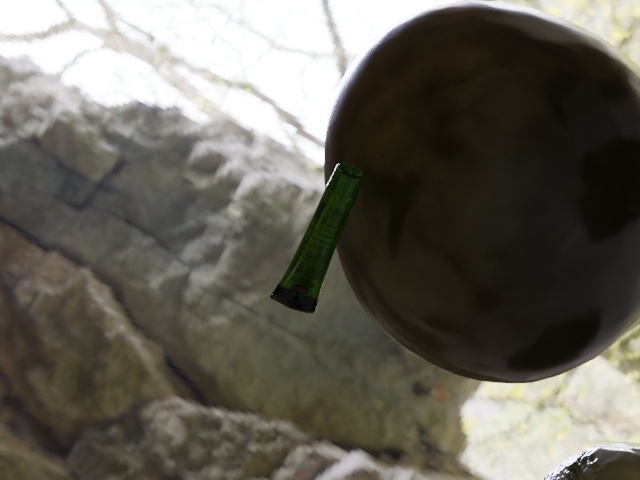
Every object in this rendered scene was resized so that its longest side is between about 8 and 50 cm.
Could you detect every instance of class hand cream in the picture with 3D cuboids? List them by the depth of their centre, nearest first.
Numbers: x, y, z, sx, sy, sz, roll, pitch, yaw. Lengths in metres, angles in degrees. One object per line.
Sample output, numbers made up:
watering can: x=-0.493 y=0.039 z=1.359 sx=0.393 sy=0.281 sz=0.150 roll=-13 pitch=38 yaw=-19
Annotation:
hand cream: x=0.000 y=0.000 z=1.060 sx=0.023 sy=0.036 sz=0.122 roll=-89 pitch=20 yaw=-63

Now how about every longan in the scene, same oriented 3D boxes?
longan: x=0.149 y=-0.041 z=1.188 sx=0.319 sy=0.319 sz=0.319 roll=-58 pitch=-10 yaw=-17

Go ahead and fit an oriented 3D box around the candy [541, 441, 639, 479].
candy: x=0.274 y=0.304 z=1.189 sx=0.185 sy=0.295 sz=0.295 roll=-35 pitch=-26 yaw=-47
